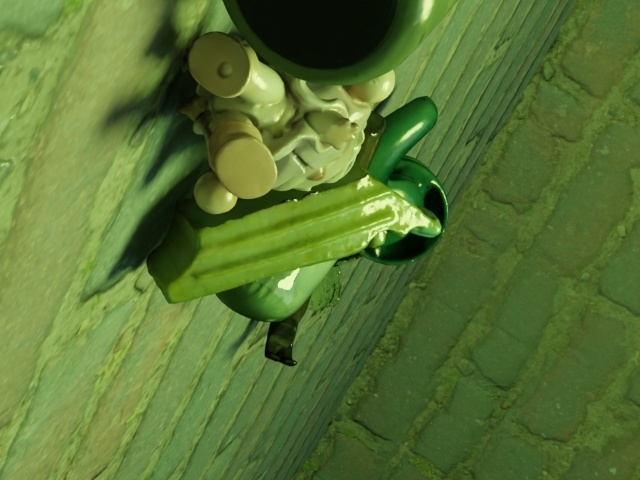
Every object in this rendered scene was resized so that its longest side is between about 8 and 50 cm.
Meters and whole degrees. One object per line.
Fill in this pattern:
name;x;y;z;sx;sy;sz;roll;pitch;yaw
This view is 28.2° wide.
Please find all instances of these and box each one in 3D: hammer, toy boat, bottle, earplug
hammer;0.000;0.000;1.705;0.168;0.044;0.440;-81;-170;-47
toy boat;-0.027;-0.019;1.187;0.111;0.276;0.084;-139;-140;-63
bottle;0.061;-0.254;0.976;0.347;0.168;0.168;-51;169;-52
hammer;-0.034;-0.057;1.335;0.206;0.119;0.335;-54;164;-26
earplug;0.102;-0.086;1.871;0.280;0.163;0.258;-65;149;-76

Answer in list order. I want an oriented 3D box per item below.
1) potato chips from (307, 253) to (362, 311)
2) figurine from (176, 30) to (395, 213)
potato chips;0.017;0.056;2.073;0.167;0.059;0.228;-45;171;-27
figurine;-0.039;-0.103;1.041;0.200;0.133;0.276;-36;175;12
